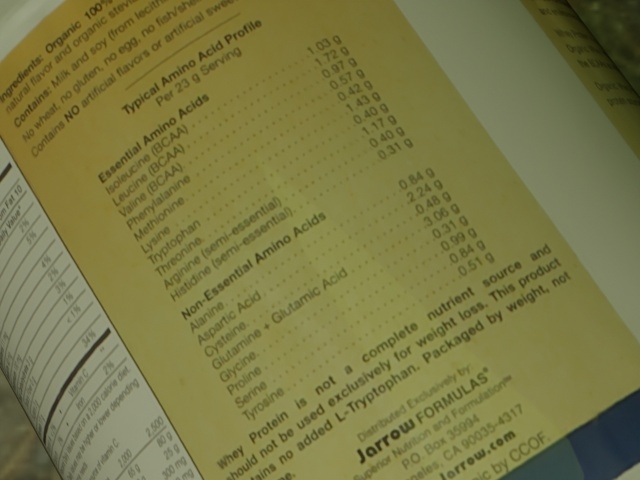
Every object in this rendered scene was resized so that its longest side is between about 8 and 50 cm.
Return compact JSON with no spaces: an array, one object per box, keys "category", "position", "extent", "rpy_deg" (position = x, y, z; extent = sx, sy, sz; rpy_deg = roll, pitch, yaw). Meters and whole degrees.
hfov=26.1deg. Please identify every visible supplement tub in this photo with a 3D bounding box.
[{"category":"supplement tub","position":[0.000,0.000,0.470],"extent":[0.228,0.228,0.316],"rpy_deg":[-30,73,-8]}]
